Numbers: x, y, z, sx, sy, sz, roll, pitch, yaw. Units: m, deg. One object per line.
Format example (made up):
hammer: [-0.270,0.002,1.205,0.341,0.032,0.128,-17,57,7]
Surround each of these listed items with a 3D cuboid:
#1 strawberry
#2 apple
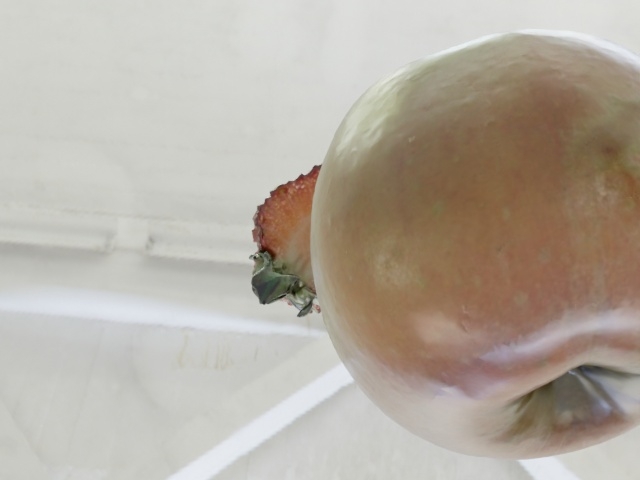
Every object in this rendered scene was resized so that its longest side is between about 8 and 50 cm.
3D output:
strawberry: [0.000,0.000,1.278,0.188,0.106,0.286,33,-115,8]
apple: [0.158,-0.004,0.707,0.338,0.338,0.305,-6,-123,-3]
